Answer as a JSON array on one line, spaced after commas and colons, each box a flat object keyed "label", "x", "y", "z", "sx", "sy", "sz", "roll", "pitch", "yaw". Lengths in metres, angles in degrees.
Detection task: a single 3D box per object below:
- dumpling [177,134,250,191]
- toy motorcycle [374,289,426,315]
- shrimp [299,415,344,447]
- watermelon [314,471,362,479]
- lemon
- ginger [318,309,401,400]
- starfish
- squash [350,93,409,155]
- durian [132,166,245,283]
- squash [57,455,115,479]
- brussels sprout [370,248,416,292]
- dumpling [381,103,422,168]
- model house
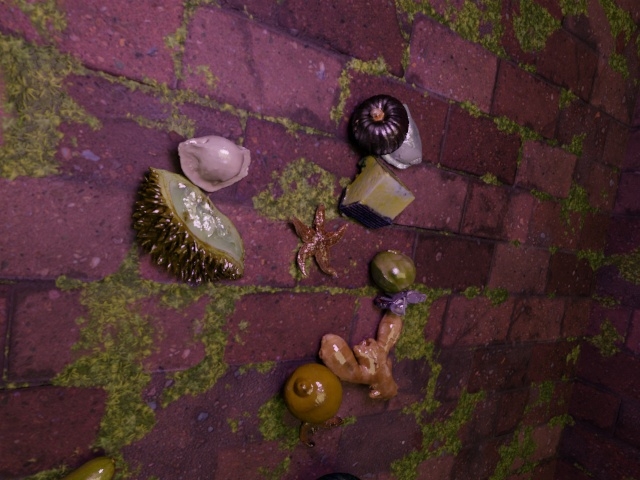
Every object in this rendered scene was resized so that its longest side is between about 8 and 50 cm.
[{"label": "dumpling", "x": -0.278, "y": -0.198, "z": 1.098, "sx": 0.181, "sy": 0.111, "sz": 0.155, "roll": 10, "pitch": 115, "yaw": -12}, {"label": "toy motorcycle", "x": 0.305, "y": 0.218, "z": 1.539, "sx": 0.215, "sy": 0.122, "sz": 0.080, "roll": -7, "pitch": 108, "yaw": -32}, {"label": "shrimp", "x": 0.004, "y": 0.679, "z": 1.488, "sx": 0.178, "sy": 0.034, "sz": 0.124, "roll": 16, "pitch": 93, "yaw": -32}, {"label": "watermelon", "x": 0.066, "y": 0.976, "z": 1.410, "sx": 0.363, "sy": 0.363, "sz": 0.364, "roll": -7, "pitch": 103, "yaw": -32}, {"label": "lemon", "x": -0.020, "y": 0.495, "z": 1.351, "sx": 0.184, "sy": 0.184, "sz": 0.248, "roll": -53, "pitch": 138, "yaw": -13}, {"label": "ginger", "x": 0.171, "y": 0.457, "z": 1.503, "sx": 0.363, "sy": 0.122, "sz": 0.348, "roll": -17, "pitch": 100, "yaw": -40}, {"label": "starfish", "x": 0.000, "y": 0.000, "z": 1.339, "sx": 0.236, "sy": 0.062, "sz": 0.277, "roll": -46, "pitch": 118, "yaw": -18}, {"label": "squash", "x": 0.190, "y": -0.365, "z": 1.322, "sx": 0.193, "sy": 0.193, "sz": 0.156, "roll": -31, "pitch": 155, "yaw": -24}, {"label": "durian", "x": -0.342, "y": -0.010, "z": 1.115, "sx": 0.394, "sy": 0.163, "sz": 0.198, "roll": 45, "pitch": 36, "yaw": -35}, {"label": "squash", "x": -0.606, "y": 0.621, "z": 1.049, "sx": 0.188, "sy": 0.095, "sz": 0.095, "roll": -26, "pitch": 112, "yaw": -27}, {"label": "brussels sprout", "x": 0.264, "y": 0.115, "z": 1.490, "sx": 0.183, "sy": 0.145, "sz": 0.131, "roll": 14, "pitch": 118, "yaw": -29}, {"label": "dumpling", "x": 0.271, "y": -0.347, "z": 1.419, "sx": 0.149, "sy": 0.104, "sz": 0.217, "roll": -24, "pitch": 112, "yaw": -27}, {"label": "model house", "x": 0.175, "y": -0.145, "z": 1.402, "sx": 0.194, "sy": 0.170, "sz": 0.211, "roll": 28, "pitch": 112, "yaw": -40}]
